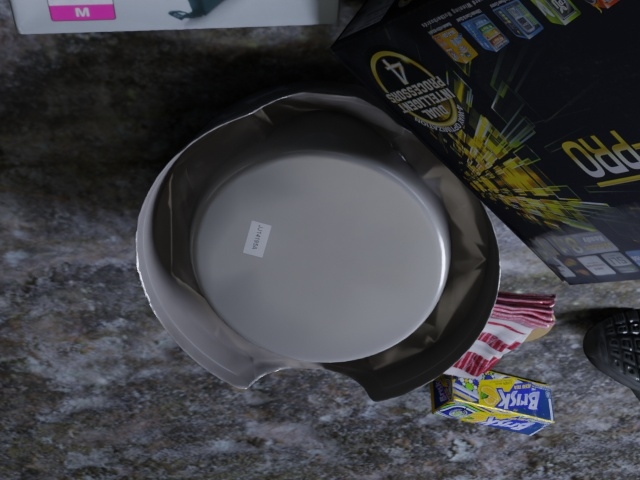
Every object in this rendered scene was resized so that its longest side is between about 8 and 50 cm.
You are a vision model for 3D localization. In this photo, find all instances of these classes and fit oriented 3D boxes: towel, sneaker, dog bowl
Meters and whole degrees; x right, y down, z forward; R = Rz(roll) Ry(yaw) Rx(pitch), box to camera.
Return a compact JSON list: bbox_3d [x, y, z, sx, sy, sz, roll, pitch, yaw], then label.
[{"bbox_3d":[0.116,0.115,1.577,0.237,0.037,0.329,4,162,-9],"label":"towel"},{"bbox_3d":[0.440,0.175,1.718,0.286,0.109,0.130,19,147,-27],"label":"sneaker"},{"bbox_3d":[0.000,0.000,1.306,0.349,0.102,0.348,3,122,5],"label":"dog bowl"}]

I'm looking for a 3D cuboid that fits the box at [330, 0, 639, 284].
[{"bbox_3d":[0.217,-0.106,1.020,0.318,0.097,0.395,41,161,-17],"label":"box"}]

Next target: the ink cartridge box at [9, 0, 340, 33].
[{"bbox_3d":[-0.119,-0.264,1.036,0.275,0.060,0.239,-2,148,-2],"label":"ink cartridge box"}]

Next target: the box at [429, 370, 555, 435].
[{"bbox_3d":[0.231,0.214,1.792,0.169,0.059,0.054,15,145,-25],"label":"box"}]

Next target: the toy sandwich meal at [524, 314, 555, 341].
[{"bbox_3d":[0.248,0.098,1.648,0.086,0.029,0.085,-6,148,-4],"label":"toy sandwich meal"}]
